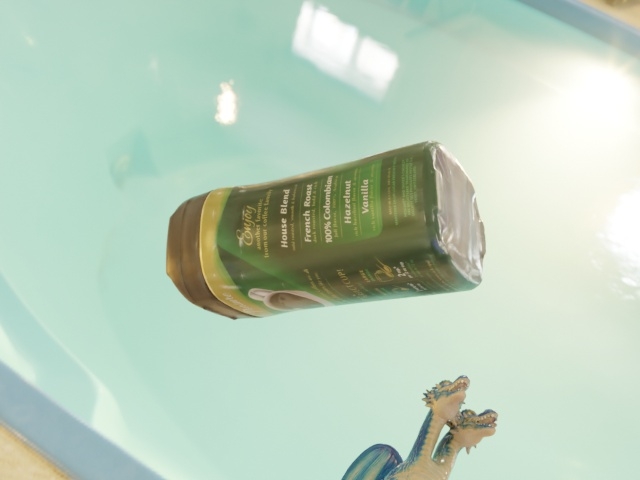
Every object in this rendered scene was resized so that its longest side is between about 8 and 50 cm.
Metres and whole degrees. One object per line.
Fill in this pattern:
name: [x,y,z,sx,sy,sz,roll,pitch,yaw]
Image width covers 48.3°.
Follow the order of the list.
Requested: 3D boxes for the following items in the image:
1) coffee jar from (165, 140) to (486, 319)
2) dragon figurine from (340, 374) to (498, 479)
coffee jar: [0.000,0.000,0.439,0.096,0.184,0.079,33,52,-57]
dragon figurine: [0.063,0.257,0.689,0.085,0.289,0.144,40,19,0]
